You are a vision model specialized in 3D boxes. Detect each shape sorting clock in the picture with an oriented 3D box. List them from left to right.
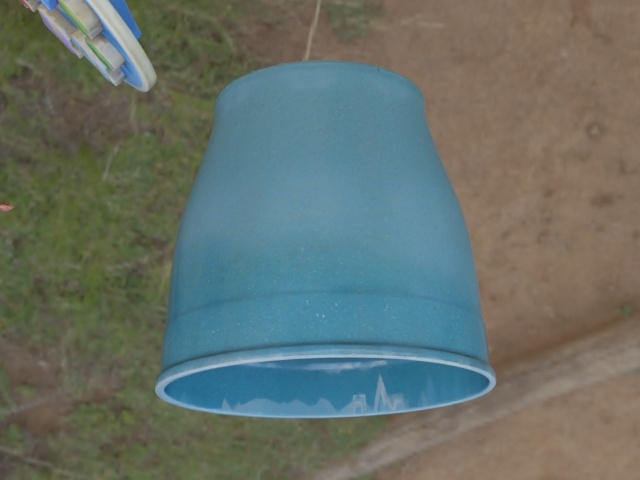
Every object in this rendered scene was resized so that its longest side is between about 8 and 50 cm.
[{"bbox_3d":[-0.155,-0.147,0.594,0.040,0.206,0.206,-45,128,-3],"label":"shape sorting clock"}]

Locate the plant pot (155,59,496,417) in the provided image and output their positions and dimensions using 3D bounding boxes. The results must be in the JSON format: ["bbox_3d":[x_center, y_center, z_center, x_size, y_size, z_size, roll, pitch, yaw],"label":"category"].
[{"bbox_3d":[0.000,0.000,1.028,0.271,0.255,0.272,-2,163,-1],"label":"plant pot"}]

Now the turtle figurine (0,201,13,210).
[{"bbox_3d":[-0.481,0.011,1.330,0.269,0.087,0.217,-14,173,20],"label":"turtle figurine"}]
